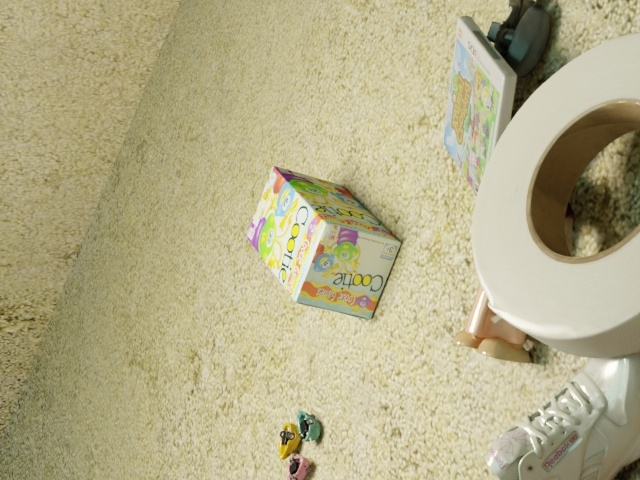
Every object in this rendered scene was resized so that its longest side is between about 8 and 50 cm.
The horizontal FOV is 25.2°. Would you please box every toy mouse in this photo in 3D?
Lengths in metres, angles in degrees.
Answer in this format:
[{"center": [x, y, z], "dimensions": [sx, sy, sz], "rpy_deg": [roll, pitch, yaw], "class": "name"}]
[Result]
[{"center": [-0.028, 0.343, 2.382], "dimensions": [0.143, 0.031, 0.161], "rpy_deg": [-17, 62, 62], "class": "toy mouse"}]

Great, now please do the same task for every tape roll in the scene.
[{"center": [0.339, -0.055, 1.652], "dimensions": [0.392, 0.072, 0.392], "rpy_deg": [-29, 46, 36], "class": "tape roll"}]

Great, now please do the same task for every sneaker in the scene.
[{"center": [0.283, 0.233, 1.646], "dimensions": [0.305, 0.152, 0.114], "rpy_deg": [-67, 24, 15], "class": "sneaker"}]

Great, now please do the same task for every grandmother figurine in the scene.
[{"center": [0.266, -0.016, 1.879], "dimensions": [0.208, 0.104, 0.342], "rpy_deg": [15, 94, 57], "class": "grandmother figurine"}]

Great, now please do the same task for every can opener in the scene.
[{"center": [0.308, -0.369, 2.028], "dimensions": [0.093, 0.074, 0.280], "rpy_deg": [21, 100, 31], "class": "can opener"}]

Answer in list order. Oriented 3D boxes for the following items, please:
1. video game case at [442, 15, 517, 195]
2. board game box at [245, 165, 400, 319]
[{"center": [0.224, -0.185, 2.055], "dimensions": [0.193, 0.023, 0.212], "rpy_deg": [-114, 23, -53], "class": "video game case"}, {"center": [0.000, 0.000, 2.372], "dimensions": [0.142, 0.144, 0.275], "rpy_deg": [-69, 26, 15], "class": "board game box"}]
